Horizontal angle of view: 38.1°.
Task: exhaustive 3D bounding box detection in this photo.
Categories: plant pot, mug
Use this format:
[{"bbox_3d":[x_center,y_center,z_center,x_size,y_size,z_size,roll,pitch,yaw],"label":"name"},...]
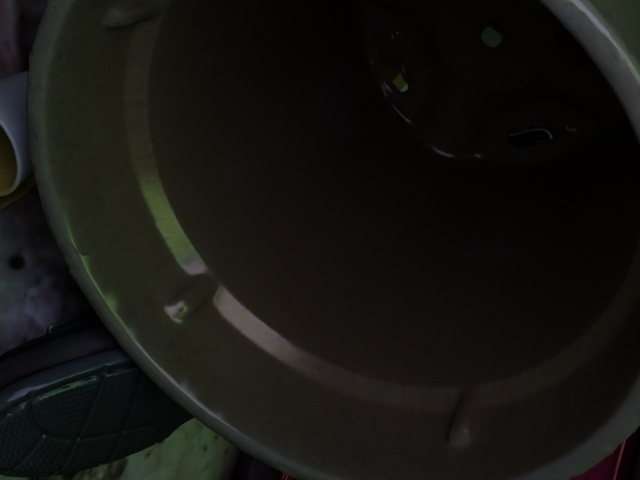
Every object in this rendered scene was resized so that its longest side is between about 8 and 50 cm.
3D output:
[{"bbox_3d":[0.063,-0.074,0.544,0.305,0.334,0.333,-48,134,-49],"label":"plant pot"},{"bbox_3d":[-0.180,-0.064,0.537,0.062,0.078,0.064,50,42,-8],"label":"mug"}]

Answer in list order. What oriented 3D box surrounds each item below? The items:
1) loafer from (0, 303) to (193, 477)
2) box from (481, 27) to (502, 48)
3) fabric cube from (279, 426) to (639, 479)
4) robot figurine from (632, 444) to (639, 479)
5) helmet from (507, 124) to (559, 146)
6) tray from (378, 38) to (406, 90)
[{"bbox_3d":[-0.117,0.078,0.639,0.303,0.095,0.109,-7,134,-48],"label":"loafer"},{"bbox_3d":[0.165,-0.254,0.881,0.091,0.130,0.170,34,71,-51],"label":"box"},{"bbox_3d":[0.132,0.206,0.804,0.259,0.254,0.258,-70,157,-14],"label":"fabric cube"},{"bbox_3d":[0.340,0.244,0.725,0.200,0.300,0.353,7,99,-9],"label":"robot figurine"},{"bbox_3d":[0.296,-0.085,1.061,0.169,0.161,0.169,-13,113,-32],"label":"helmet"},{"bbox_3d":[-0.056,-0.245,0.636,0.203,0.076,0.410,-49,135,-35],"label":"tray"}]
